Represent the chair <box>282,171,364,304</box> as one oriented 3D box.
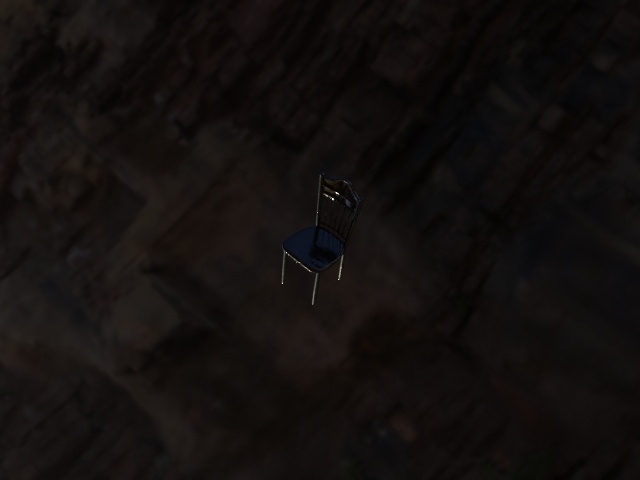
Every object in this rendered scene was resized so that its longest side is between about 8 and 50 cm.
[{"bbox_3d":[-0.001,0.000,0.870,0.042,0.037,0.086,-35,-31,-39],"label":"chair"}]
